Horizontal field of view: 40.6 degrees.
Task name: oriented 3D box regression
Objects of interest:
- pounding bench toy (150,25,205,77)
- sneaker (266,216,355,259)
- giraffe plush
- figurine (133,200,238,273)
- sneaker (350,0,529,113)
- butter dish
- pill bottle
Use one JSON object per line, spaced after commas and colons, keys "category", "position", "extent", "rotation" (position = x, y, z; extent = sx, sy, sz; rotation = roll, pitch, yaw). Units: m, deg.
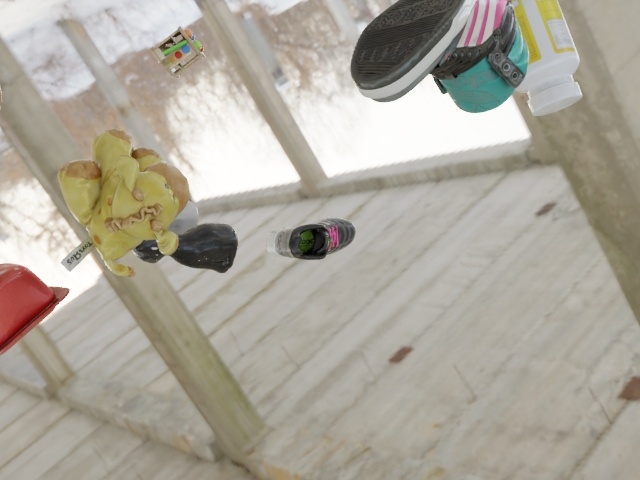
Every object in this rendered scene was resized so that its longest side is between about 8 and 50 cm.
{"category": "pounding bench toy", "position": [-0.218, -0.293, 1.327], "extent": [0.065, 0.052, 0.083], "rotation": [-37, -177, 5]}
{"category": "sneaker", "position": [0.000, 0.000, 1.379], "extent": [0.170, 0.063, 0.075], "rotation": [-8, -168, -39]}
{"category": "giraffe plush", "position": [-0.249, -0.054, 1.157], "extent": [0.170, 0.181, 0.210], "rotation": [-14, -133, 51]}
{"category": "figurine", "position": [-0.294, -0.018, 1.580], "extent": [0.209, 0.092, 0.215], "rotation": [4, -161, -44]}
{"category": "sneaker", "position": [0.146, -0.206, 0.984], "extent": [0.124, 0.178, 0.295], "rotation": [6, -133, 39]}
{"category": "butter dish", "position": [-0.461, 0.080, 1.203], "extent": [0.160, 0.118, 0.160], "rotation": [-1, -145, 41]}
{"category": "pill bottle", "position": [0.314, -0.280, 1.262], "extent": [0.103, 0.184, 0.103], "rotation": [-17, 172, -2]}
